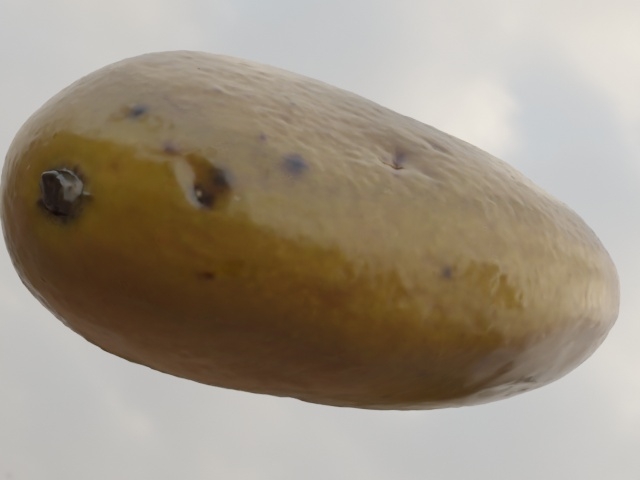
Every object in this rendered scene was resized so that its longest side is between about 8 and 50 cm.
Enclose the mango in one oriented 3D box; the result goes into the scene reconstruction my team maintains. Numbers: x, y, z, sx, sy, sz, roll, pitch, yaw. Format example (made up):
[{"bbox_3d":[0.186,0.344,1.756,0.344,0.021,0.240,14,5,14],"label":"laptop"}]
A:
[{"bbox_3d":[0.000,0.000,0.611,0.227,0.109,0.147,12,0,-26],"label":"mango"}]
